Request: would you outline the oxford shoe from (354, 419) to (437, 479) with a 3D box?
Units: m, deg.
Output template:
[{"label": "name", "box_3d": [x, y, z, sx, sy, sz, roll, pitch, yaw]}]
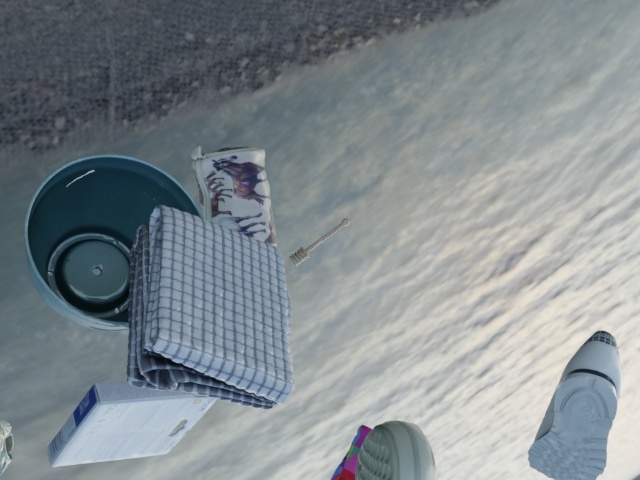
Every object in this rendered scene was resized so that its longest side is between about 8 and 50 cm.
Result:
[{"label": "oxford shoe", "box_3d": [0.092, 0.317, 0.686, 0.130, 0.169, 0.449, -1, 128, 4]}]

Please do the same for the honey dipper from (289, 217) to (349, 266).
[{"label": "honey dipper", "box_3d": [0.000, 0.000, 1.753, 0.161, 0.030, 0.030, -37, 154, -11]}]

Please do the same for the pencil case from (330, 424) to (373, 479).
[{"label": "pencil case", "box_3d": [0.048, 0.424, 1.277, 0.236, 0.104, 0.104, -56, 157, -14]}]

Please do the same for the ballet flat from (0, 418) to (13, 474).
[{"label": "ballet flat", "box_3d": [-0.597, 0.364, 1.419, 0.070, 0.070, 0.188, -17, 146, -32]}]

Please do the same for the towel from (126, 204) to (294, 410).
[{"label": "towel", "box_3d": [-0.159, 0.104, 1.123, 0.235, 0.283, 0.121, 24, 128, -32]}]

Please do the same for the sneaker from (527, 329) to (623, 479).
[{"label": "sneaker", "box_3d": [0.320, 0.215, 0.953, 0.235, 0.090, 0.094, 96, 17, -44]}]

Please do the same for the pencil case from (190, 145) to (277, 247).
[{"label": "pencil case", "box_3d": [-0.187, -0.013, 1.706, 0.184, 0.160, 0.410, -18, 107, -45]}]

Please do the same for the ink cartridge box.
[{"label": "ink cartridge box", "box_3d": [-0.476, 0.458, 1.963, 0.330, 0.071, 0.324, 5, 138, -41]}]

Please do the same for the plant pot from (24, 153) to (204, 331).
[{"label": "plant pot", "box_3d": [-0.360, 0.028, 1.307, 0.293, 0.293, 0.196, -15, 167, -34]}]
